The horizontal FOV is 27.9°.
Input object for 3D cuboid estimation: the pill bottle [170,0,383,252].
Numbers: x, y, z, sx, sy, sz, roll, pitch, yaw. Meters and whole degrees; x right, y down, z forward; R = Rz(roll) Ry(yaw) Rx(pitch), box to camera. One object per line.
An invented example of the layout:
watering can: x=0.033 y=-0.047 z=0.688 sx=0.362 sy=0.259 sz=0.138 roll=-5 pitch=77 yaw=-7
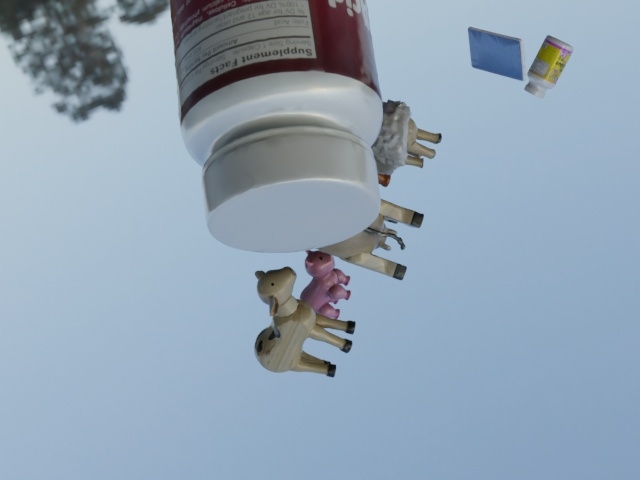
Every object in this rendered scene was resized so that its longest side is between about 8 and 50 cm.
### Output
pill bottle: x=-0.050 y=-0.201 z=1.439 sx=0.224 sy=0.392 sz=0.224 roll=-6 pitch=158 yaw=-3

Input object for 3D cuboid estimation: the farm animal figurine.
farm animal figurine: x=0.000 y=0.000 z=1.669 sx=0.327 sy=0.172 sz=0.330 roll=148 pitch=-42 yaw=-67

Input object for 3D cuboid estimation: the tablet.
tablet: x=0.207 y=-0.220 z=1.518 sx=0.006 sy=0.054 sz=0.083 roll=-31 pitch=-143 yaw=-31

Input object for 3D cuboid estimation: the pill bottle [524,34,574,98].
pill bottle: x=0.318 y=-0.242 z=1.806 sx=0.043 sy=0.083 sz=0.043 roll=24 pitch=-166 yaw=-7
